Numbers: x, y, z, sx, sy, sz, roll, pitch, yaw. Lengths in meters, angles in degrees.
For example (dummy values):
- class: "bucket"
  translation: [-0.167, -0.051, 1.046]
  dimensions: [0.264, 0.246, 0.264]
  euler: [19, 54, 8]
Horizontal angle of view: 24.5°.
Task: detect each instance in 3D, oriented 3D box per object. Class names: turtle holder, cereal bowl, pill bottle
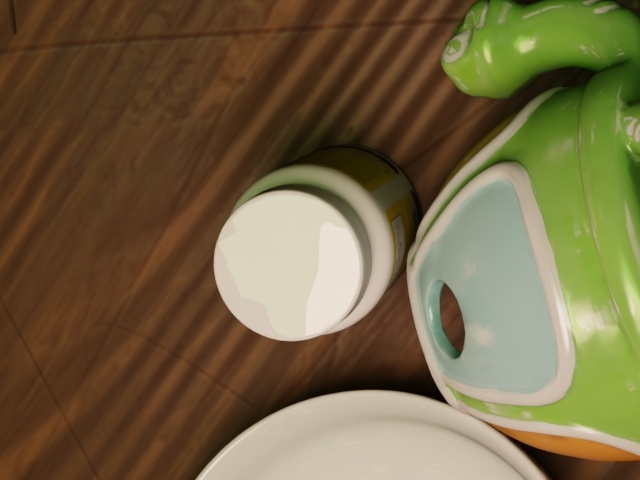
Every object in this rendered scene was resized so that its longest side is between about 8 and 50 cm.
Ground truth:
- class: "turtle holder"
  translation: [0.170, -0.003, 0.988]
  dimensions: [0.227, 0.243, 0.320]
  euler: [-20, 104, 31]
- class: "cereal bowl"
  translation: [0.049, 0.284, 1.081]
  dimensions: [0.339, 0.141, 0.339]
  euler: [-7, 71, 21]
- class: "pill bottle"
  translation: [0.000, 0.000, 1.037]
  dimensions: [0.119, 0.208, 0.119]
  euler: [2, 99, 12]
